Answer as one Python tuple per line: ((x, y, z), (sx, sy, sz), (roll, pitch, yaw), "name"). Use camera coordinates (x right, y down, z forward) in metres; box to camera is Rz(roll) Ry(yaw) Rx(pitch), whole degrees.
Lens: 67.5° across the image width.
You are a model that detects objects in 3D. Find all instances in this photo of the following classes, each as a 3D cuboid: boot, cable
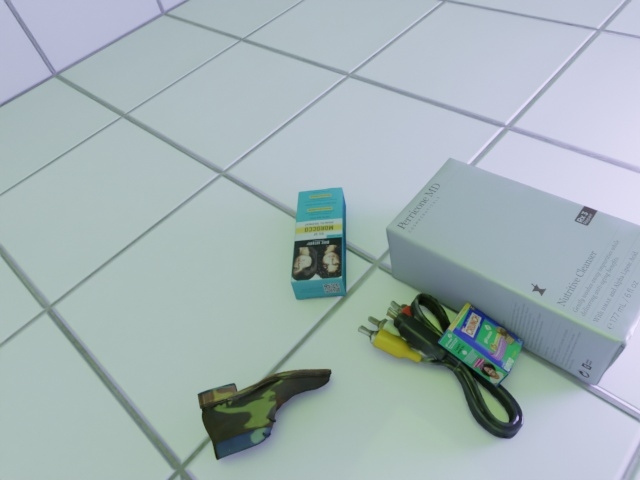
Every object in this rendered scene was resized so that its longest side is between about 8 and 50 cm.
((-0.080, 0.273, 0.769), (0.219, 0.082, 0.106), (-13, 70, -3), "boot")
((0.206, 0.193, 0.786), (0.287, 0.072, 0.139), (40, 50, 23), "cable")

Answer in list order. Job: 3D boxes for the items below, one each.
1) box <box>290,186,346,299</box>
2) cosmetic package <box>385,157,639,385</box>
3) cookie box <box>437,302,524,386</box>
((0.000, 0.000, 0.975), (0.100, 0.060, 0.244), (-5, 49, 9), "box")
((0.327, 0.033, 0.809), (0.385, 0.156, 0.217), (28, 63, 30), "cosmetic package")
((0.253, 0.161, 0.756), (0.107, 0.040, 0.092), (36, 39, 18), "cookie box")
